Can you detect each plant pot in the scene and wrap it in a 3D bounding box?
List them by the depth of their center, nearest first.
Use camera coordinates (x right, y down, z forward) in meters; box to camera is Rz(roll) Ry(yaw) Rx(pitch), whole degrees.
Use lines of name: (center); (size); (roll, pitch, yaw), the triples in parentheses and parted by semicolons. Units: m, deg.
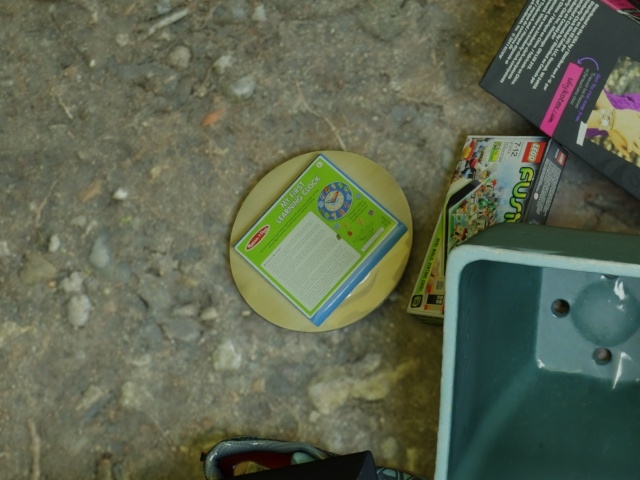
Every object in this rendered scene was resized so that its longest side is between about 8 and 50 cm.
plant pot: (0.249, 0.102, 1.142); (0.247, 0.252, 0.248); (6, 106, 14)

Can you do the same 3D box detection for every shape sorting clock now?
shape sorting clock: (0.000, 0.000, 1.363); (0.206, 0.040, 0.206); (-4, 72, 14)

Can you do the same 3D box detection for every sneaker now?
sneaker: (0.001, 0.253, 1.227); (0.262, 0.125, 0.104); (9, 74, 16)

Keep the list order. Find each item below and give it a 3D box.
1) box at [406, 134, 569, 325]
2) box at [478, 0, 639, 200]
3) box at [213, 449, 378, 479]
box: (0.172, -0.009, 1.303); (0.114, 0.036, 0.207); (5, 69, 46)
box: (0.321, -0.140, 1.246); (0.270, 0.165, 0.143); (40, 115, 23)
box: (-0.074, 0.393, 1.106); (0.312, 0.179, 0.343); (-12, 93, 9)
